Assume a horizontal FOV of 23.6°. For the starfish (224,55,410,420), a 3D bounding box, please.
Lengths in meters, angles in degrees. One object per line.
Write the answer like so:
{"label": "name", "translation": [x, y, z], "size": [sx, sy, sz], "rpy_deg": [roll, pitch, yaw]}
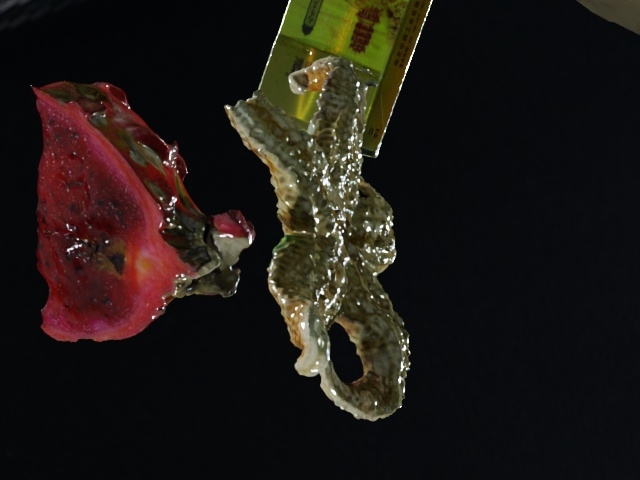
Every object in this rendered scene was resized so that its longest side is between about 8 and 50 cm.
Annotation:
{"label": "starfish", "translation": [0.009, -0.005, 0.673], "size": [0.053, 0.150, 0.209], "rpy_deg": [-28, -161, 20]}

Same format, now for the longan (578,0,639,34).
{"label": "longan", "translation": [0.239, -0.306, 0.789], "size": [0.404, 0.435, 0.404], "rpy_deg": [-7, -130, 8]}

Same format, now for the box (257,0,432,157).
{"label": "box", "translation": [0.025, -0.173, 1.173], "size": [0.121, 0.030, 0.193], "rpy_deg": [26, -80, 41]}

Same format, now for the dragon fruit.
{"label": "dragon fruit", "translation": [-0.154, -0.014, 1.398], "size": [0.212, 0.262, 0.134], "rpy_deg": [28, -142, 27]}
